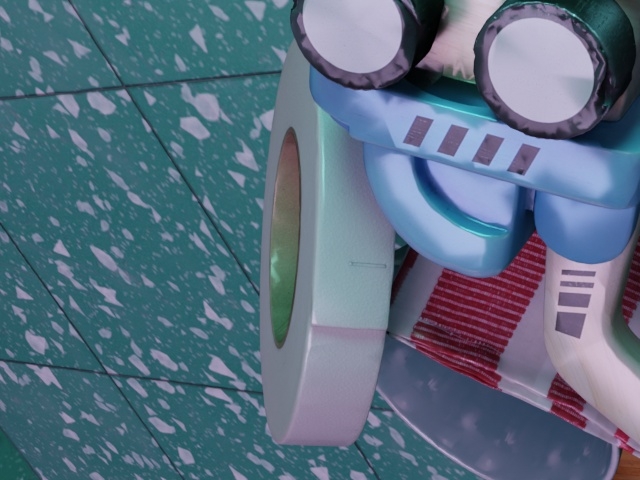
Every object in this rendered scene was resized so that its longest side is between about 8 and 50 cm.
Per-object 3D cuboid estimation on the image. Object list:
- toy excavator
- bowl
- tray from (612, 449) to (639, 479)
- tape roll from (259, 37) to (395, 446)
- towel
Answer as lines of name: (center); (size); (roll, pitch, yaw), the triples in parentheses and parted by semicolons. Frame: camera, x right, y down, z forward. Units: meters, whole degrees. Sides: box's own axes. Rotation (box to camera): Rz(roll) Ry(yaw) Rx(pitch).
toy excavator: (0.193, -0.025, 1.350); (0.432, 0.222, 0.445); (17, 126, 19)
bowl: (0.192, 0.088, 1.667); (0.311, 0.163, 0.312); (29, 147, 21)
tray: (0.400, 0.232, 1.700); (0.411, 0.076, 0.203); (-1, 129, 51)
tape roll: (0.000, 0.000, 1.598); (0.072, 0.392, 0.392); (4, 148, -8)
towel: (0.239, 0.041, 1.464); (0.329, 0.237, 0.037); (26, -172, 4)
